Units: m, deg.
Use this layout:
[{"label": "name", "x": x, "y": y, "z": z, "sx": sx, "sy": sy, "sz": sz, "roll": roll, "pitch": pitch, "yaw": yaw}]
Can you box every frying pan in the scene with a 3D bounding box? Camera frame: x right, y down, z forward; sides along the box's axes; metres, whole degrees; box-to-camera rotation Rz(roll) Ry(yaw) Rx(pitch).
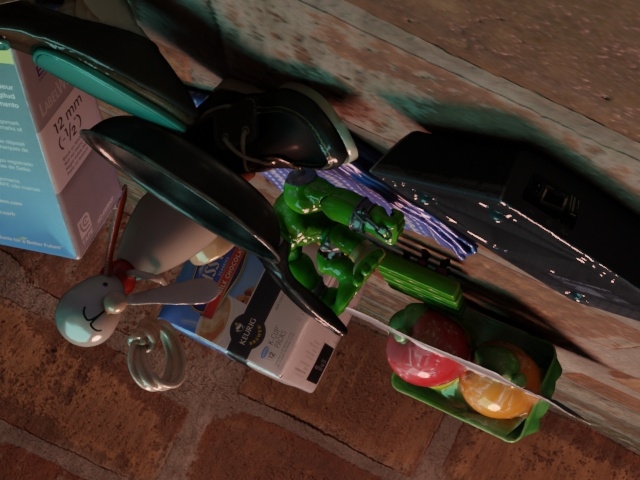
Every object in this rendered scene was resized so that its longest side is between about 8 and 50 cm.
[{"label": "frying pan", "x": -0.061, "y": -0.010, "z": 1.132, "sx": 0.326, "sy": 0.053, "sz": 0.197, "roll": 34, "pitch": 172, "yaw": -19}]

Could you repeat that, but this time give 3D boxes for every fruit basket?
[{"label": "fruit basket", "x": 0.193, "y": 0.155, "z": 1.893, "sx": 0.327, "sy": 0.165, "sz": 0.353, "roll": 22, "pitch": 171, "yaw": 36}]

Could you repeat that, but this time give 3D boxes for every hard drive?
[{"label": "hard drive", "x": 0.177, "y": -0.005, "z": 1.011, "sx": 0.255, "sy": 0.054, "sz": 0.172, "roll": 30, "pitch": 173, "yaw": -34}]

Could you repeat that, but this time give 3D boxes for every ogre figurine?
[{"label": "ogre figurine", "x": 0.000, "y": 0.000, "z": 1.266, "sx": 0.118, "sy": 0.097, "sz": 0.197, "roll": 39, "pitch": 166, "yaw": 5}]

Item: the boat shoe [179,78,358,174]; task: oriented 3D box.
[{"label": "boat shoe", "x": -0.047, "y": -0.082, "z": 1.104, "sx": 0.233, "sy": 0.079, "sz": 0.084, "roll": 14, "pitch": 140, "yaw": 59}]

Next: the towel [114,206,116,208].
[{"label": "towel", "x": -0.281, "y": -0.121, "z": 1.507, "sx": 0.049, "sy": 0.187, "sz": 0.282, "roll": -16, "pitch": -173, "yaw": -14}]

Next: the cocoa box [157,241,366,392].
[{"label": "cocoa box", "x": -0.087, "y": 0.097, "z": 2.219, "sx": 0.228, "sy": 0.231, "sz": 0.347, "roll": 25, "pitch": 174, "yaw": 12}]

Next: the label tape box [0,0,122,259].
[{"label": "label tape box", "x": -0.347, "y": -0.156, "z": 1.243, "sx": 0.249, "sy": 0.115, "sz": 0.347, "roll": 10, "pitch": 135, "yaw": 18}]

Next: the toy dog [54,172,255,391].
[{"label": "toy dog", "x": -0.178, "y": 0.000, "z": 1.622, "sx": 0.161, "sy": 0.333, "sz": 0.220, "roll": -24, "pitch": 132, "yaw": 37}]

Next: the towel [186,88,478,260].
[{"label": "towel", "x": -0.017, "y": -0.074, "z": 1.333, "sx": 0.243, "sy": 0.040, "sz": 0.336, "roll": 31, "pitch": 172, "yaw": -39}]

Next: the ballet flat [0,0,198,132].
[{"label": "ballet flat", "x": -0.208, "y": -0.168, "z": 0.981, "sx": 0.281, "sy": 0.096, "sz": 0.095, "roll": 19, "pitch": 177, "yaw": -21}]

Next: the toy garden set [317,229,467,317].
[{"label": "toy garden set", "x": 0.095, "y": 0.027, "z": 1.731, "sx": 0.204, "sy": 0.049, "sz": 0.244, "roll": 23, "pitch": 175, "yaw": 11}]

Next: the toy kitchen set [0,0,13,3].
[{"label": "toy kitchen set", "x": -0.198, "y": -0.202, "z": 0.852, "sx": 0.068, "sy": 0.083, "sz": 0.075, "roll": -21, "pitch": -155, "yaw": -33}]
